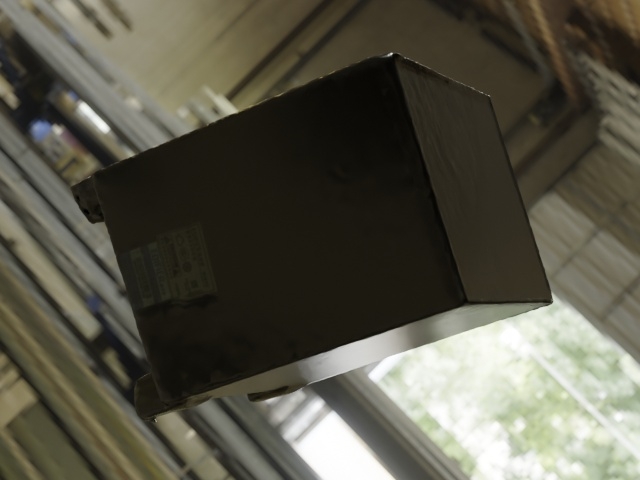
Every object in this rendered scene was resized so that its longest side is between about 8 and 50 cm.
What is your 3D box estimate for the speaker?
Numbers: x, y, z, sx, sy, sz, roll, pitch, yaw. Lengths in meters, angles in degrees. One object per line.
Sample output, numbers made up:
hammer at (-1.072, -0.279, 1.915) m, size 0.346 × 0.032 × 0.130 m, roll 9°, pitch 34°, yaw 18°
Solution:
speaker at (0.000, 0.000, 0.987) m, size 0.232 × 0.254 × 0.184 m, roll 5°, pitch 67°, yaw -67°
